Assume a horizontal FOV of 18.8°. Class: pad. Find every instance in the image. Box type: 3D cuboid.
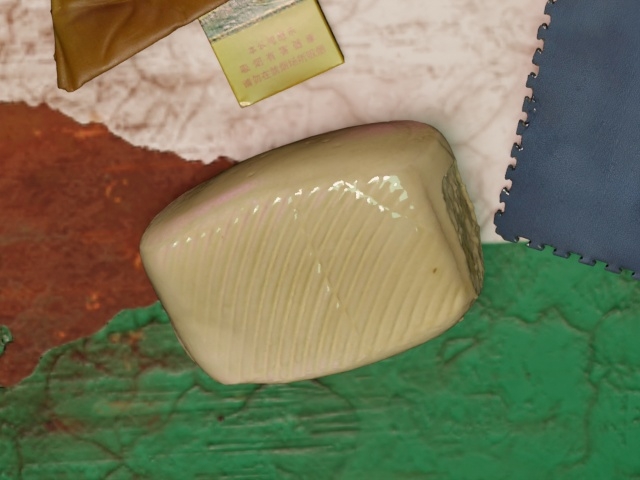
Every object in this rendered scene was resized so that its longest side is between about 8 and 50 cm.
[{"bbox_3d":[0.272,-0.073,1.371,0.269,0.012,0.269,19,126,9],"label":"pad"}]

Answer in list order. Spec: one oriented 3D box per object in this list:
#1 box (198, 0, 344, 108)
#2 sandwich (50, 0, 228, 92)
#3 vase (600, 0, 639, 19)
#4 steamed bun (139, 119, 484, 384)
[{"bbox_3d":[-0.052,-0.182,1.403,0.087,0.023,0.155,-23,106,10],"label":"box"},{"bbox_3d":[-0.102,-0.160,1.360,0.163,0.079,0.113,8,118,13],"label":"sandwich"},{"bbox_3d":[0.298,-0.131,1.385,0.219,0.096,0.096,37,104,-8],"label":"vase"},{"bbox_3d":[0.000,0.000,1.402,0.239,0.152,0.170,-16,114,21],"label":"steamed bun"}]
